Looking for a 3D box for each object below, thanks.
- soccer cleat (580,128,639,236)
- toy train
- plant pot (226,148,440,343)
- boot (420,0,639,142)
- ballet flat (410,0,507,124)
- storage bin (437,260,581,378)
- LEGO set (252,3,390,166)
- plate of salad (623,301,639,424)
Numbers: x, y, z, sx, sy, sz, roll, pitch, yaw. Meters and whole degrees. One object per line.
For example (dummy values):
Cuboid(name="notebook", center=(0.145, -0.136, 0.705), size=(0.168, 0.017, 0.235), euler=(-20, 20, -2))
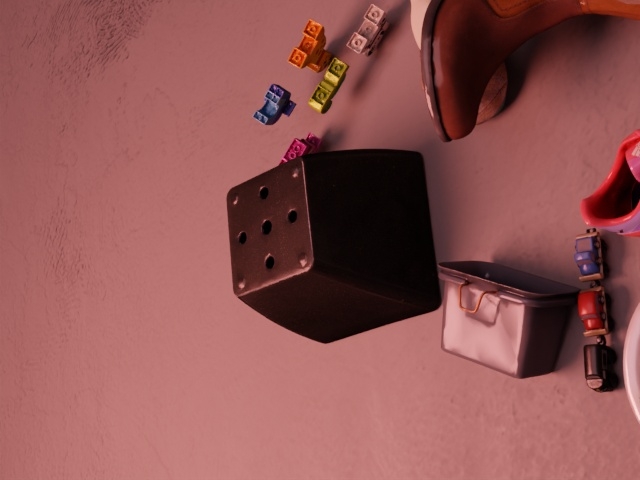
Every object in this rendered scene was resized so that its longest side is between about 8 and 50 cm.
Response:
Cuboid(name="soccer cleat", center=(0.312, -0.091, 0.938), size=(0.248, 0.095, 0.083), euler=(116, 142, -46))
Cuboid(name="toy train", center=(0.258, 0.064, 1.050), size=(0.027, 0.036, 0.158), euler=(-14, 71, 43))
Cuboid(name="plant pot", center=(0.000, 0.000, 1.235), size=(0.187, 0.167, 0.188), euler=(-22, 67, 41))
Cuboid(name="boot", center=(0.248, -0.210, 1.047), size=(0.280, 0.096, 0.264), euler=(8, 73, 23))
Cuboid(name="ballet flat", center=(0.134, -0.279, 1.203), size=(0.107, 0.106, 0.316), euler=(-28, 62, 38))
Cuboid(name="storage bin", center=(0.176, 0.079, 1.098), size=(0.135, 0.098, 0.091), euler=(16, 103, 46))
Cuboid(name="LEGO set", center=(-0.003, -0.194, 1.350), size=(0.087, 0.093, 0.227), euler=(35, 103, 12))
Cuboid(name="plate of salad", center=(0.343, 0.103, 0.948), size=(0.200, 0.048, 0.200), euler=(-11, 73, 43))
